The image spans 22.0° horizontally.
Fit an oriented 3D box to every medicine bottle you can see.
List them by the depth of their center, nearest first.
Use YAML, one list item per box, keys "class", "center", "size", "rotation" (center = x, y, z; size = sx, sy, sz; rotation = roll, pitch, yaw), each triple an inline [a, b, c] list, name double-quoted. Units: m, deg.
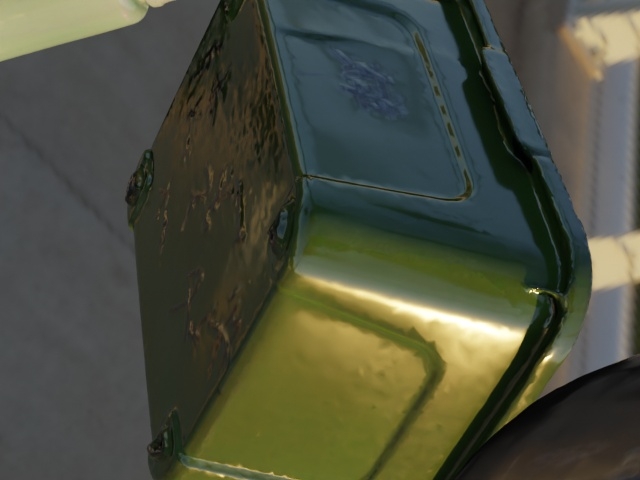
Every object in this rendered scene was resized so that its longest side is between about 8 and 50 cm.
- class: "medicine bottle"
  center: [-0.214, -0.236, 1.371]
  size: [0.139, 0.225, 0.139]
  rotation: [-14, 90, -81]

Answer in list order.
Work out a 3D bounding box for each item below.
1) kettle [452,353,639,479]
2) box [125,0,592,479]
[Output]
- class: "kettle"
  center: [0.185, 0.116, 0.265]
  size: [0.268, 0.290, 0.207]
  rotation: [45, 58, -12]
- class: "box"
  center: [0.000, 0.000, 0.949]
  size: [0.177, 0.253, 0.329]
  rotation: [15, 34, -19]
